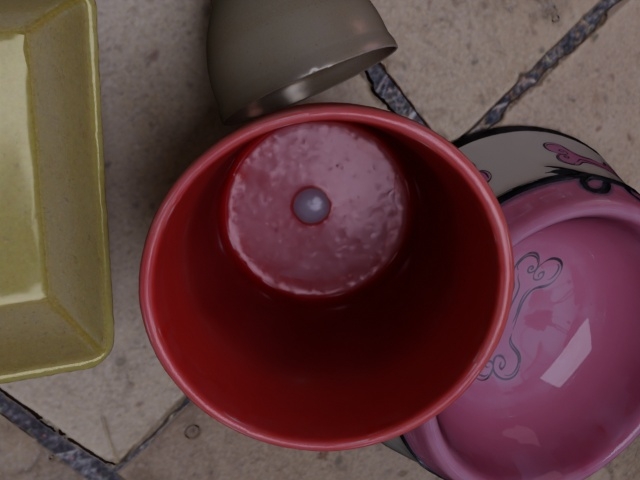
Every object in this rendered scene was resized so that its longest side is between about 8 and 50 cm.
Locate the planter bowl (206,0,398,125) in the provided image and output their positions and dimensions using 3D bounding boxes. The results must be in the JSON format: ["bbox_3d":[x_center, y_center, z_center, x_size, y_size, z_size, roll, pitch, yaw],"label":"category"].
[{"bbox_3d":[-0.029,-0.179,0.837,0.162,0.162,0.109,-23,92,-15],"label":"planter bowl"}]

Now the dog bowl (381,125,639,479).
[{"bbox_3d":[0.220,0.094,1.060,0.408,0.150,0.407,-9,114,-21],"label":"dog bowl"}]

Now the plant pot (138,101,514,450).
[{"bbox_3d":[0.000,0.000,0.831,0.275,0.243,0.274,-1,107,-2],"label":"plant pot"}]

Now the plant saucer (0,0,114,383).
[{"bbox_3d":[-0.342,-0.037,0.780,0.333,0.081,0.332,-8,115,-23],"label":"plant saucer"}]
